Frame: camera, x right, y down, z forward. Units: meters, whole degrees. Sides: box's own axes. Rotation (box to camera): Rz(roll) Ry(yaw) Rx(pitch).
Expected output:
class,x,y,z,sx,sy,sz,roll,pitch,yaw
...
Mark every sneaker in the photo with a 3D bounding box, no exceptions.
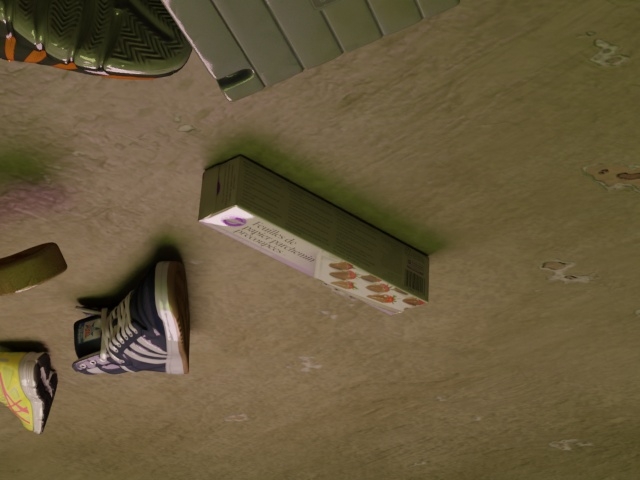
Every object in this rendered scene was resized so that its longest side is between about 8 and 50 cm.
class,x,y,z,sx,sy,sz,roll,pitch,yaw
sneaker,-0.273,-0.196,1.349,0.321,0.124,0.180,18,156,-7
sneaker,-0.244,0.104,1.950,0.153,0.099,0.282,2,157,-2
sneaker,-0.436,0.211,2.222,0.094,0.081,0.208,10,147,2

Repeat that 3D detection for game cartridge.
class,x,y,z,sx,sy,sz,roll,pitch,yaw
game cartridge,-0.033,-0.256,1.176,0.230,0.068,0.355,-26,149,4

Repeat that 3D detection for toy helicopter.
class,x,y,z,sx,sy,sz,roll,pitch,yaw
toy helicopter,-0.431,0.058,1.800,0.355,0.140,0.235,-14,-170,30

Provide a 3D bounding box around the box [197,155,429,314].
class,x,y,z,sx,sy,sz,roll,pitch,yaw
box,0.000,0.000,1.754,0.063,0.067,0.324,-21,146,39
